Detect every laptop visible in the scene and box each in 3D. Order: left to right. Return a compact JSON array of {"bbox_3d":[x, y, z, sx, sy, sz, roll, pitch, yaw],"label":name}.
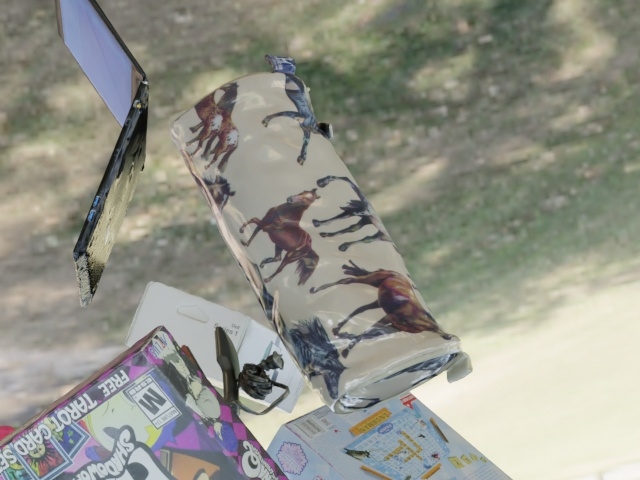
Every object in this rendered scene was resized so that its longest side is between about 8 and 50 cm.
[{"bbox_3d":[-0.235,-0.100,1.375,0.136,0.264,0.234,20,165,-2],"label":"laptop"}]

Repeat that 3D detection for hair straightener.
[{"bbox_3d":[-0.078,0.123,1.382,0.089,0.047,0.230,-29,-168,-5],"label":"hair straightener"}]

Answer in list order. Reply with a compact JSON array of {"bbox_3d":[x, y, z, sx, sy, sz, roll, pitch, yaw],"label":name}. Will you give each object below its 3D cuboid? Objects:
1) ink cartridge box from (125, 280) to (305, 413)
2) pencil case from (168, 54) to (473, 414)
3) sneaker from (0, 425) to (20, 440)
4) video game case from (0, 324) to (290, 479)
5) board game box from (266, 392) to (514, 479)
[{"bbox_3d":[-0.128,0.140,1.890,0.160,0.093,0.219,18,171,26],"label":"ink cartridge box"},{"bbox_3d":[0.000,0.000,1.594,0.183,0.410,0.160,-21,158,-25],"label":"pencil case"},{"bbox_3d":[-0.249,0.334,1.711,0.482,0.185,0.202,12,139,-5],"label":"sneaker"},{"bbox_3d":[-0.118,0.194,0.893,0.232,0.210,0.042,-34,-171,23],"label":"video game case"},{"bbox_3d":[0.127,0.341,2.035,0.318,0.318,0.066,-14,139,-58],"label":"board game box"}]
